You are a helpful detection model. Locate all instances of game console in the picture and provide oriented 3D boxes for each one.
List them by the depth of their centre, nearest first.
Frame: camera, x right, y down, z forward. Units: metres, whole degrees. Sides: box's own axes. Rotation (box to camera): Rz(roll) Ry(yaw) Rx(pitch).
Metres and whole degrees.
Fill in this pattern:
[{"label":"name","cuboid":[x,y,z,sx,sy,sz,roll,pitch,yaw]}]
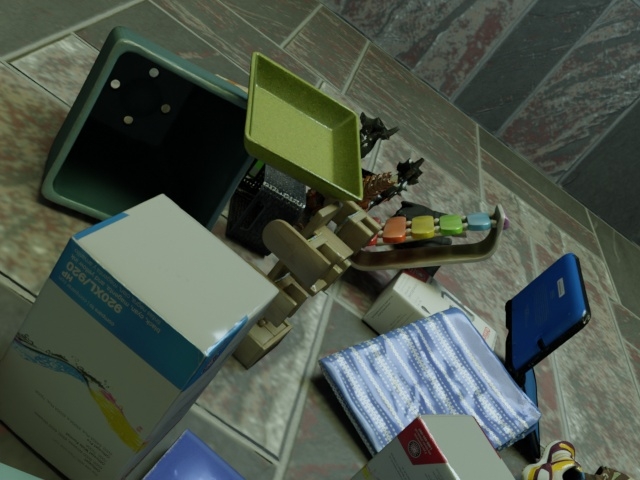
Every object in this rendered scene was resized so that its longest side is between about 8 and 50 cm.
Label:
[{"label":"game console","cuboid":[0.425,0.199,1.462,0.173,0.250,0.293,43,23,-6]}]

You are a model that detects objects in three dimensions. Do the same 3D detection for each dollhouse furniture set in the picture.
[{"label":"dollhouse furniture set","cuboid":[-0.071,0.028,1.109,0.161,0.242,0.212,43,25,8]}]

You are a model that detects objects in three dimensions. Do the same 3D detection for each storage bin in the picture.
[{"label":"storage bin","cuboid":[-0.091,-0.075,1.387,0.084,0.122,0.180,30,27,-19]}]

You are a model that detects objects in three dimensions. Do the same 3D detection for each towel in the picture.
[{"label":"towel","cuboid":[0.179,0.233,1.233,0.335,0.040,0.243,-14,62,-43]}]

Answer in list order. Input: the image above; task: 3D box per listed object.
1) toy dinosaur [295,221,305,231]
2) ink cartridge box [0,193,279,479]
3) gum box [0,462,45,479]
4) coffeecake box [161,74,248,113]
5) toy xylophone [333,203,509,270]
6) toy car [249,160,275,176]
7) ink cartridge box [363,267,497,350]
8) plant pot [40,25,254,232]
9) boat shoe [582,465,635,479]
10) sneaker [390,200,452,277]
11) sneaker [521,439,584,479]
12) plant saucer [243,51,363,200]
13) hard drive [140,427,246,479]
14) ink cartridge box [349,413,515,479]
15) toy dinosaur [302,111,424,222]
[{"label":"toy dinosaur","cuboid":[0.000,0.000,1.489,0.082,0.047,0.090,42,7,-40]},{"label":"ink cartridge box","cuboid":[-0.194,0.107,0.827,0.168,0.233,0.171,39,26,4]},{"label":"gum box","cuboid":[-0.333,0.233,0.656,0.184,0.041,0.157,29,27,-18]},{"label":"coffeecake box","cuboid":[-0.173,-0.229,1.402,0.185,0.068,0.142,29,27,32]},{"label":"toy xylophone","cuboid":[0.183,-0.011,1.500,0.322,0.081,0.236,-7,12,1]},{"label":"toy car","cuboid":[-0.166,-0.183,1.545,0.225,0.053,0.239,36,26,-8]},{"label":"ink cartridge box","cuboid":[0.201,0.156,1.443,0.218,0.092,0.158,42,26,1]},{"label":"plant pot","cuboid":[-0.258,-0.176,1.214,0.247,0.248,0.252,23,19,-30]},{"label":"boat shoe","cuboid":[0.456,0.435,1.351,0.095,0.095,0.257,38,15,29]},{"label":"sneaker","cuboid":[0.203,-0.003,1.717,0.130,0.109,0.286,27,20,-4]},{"label":"sneaker","cuboid":[0.402,0.383,1.330,0.185,0.083,0.070,-16,100,-53]},{"label":"plant saucer","cuboid":[-0.031,-0.146,1.100,0.188,0.045,0.188,27,41,-27]},{"label":"hard drive","cuboid":[-0.070,0.355,0.812,0.318,0.040,0.210,41,26,2]},{"label":"ink cartridge box","cuboid":[0.129,0.317,0.987,0.127,0.176,0.128,13,37,-47]},{"label":"toy dinosaur","cuboid":[0.072,-0.097,1.478,0.322,0.218,0.164,30,-22,54]}]
